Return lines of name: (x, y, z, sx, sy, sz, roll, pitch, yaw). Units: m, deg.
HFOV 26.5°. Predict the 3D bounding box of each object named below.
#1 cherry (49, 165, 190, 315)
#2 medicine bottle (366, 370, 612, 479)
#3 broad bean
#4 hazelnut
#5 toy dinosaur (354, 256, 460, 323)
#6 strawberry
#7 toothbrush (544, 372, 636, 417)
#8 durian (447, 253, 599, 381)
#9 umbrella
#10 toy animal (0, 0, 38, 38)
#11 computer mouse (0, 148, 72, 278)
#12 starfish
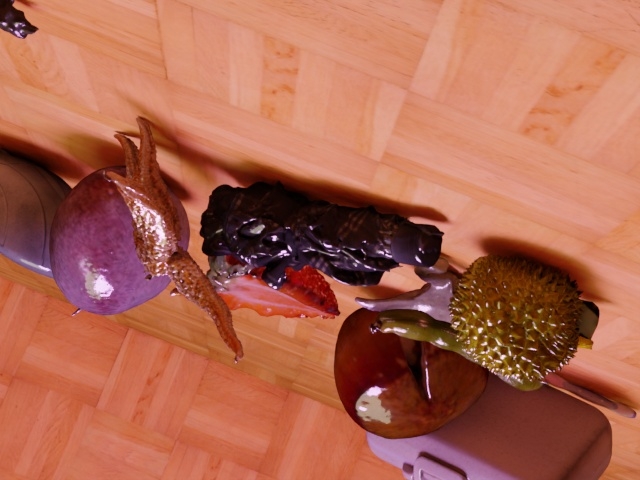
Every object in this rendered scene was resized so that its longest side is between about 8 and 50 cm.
cherry: (-0.291, 0.000, 1.958, 0.183, 0.213, 0.266, 33, 148, 15)
medicine bottle: (0.273, 0.316, 2.227, 0.375, 0.282, 0.123, 22, 133, 33)
broad bean: (0.186, 0.140, 1.785, 0.256, 0.053, 0.052, 21, -174, -15)
hazelnut: (0.138, 0.198, 2.132, 0.251, 0.217, 0.217, 0, 176, -22)
toy dinosaur: (0.202, 0.099, 1.856, 0.294, 0.077, 0.162, 24, 160, -21)
strawberry: (-0.063, 0.049, 2.065, 0.228, 0.098, 0.174, 12, 154, -15)
toothbrush: (0.404, 0.238, 2.233, 0.269, 0.021, 0.027, 25, 180, -12)
durian: (0.235, 0.099, 1.644, 0.159, 0.146, 0.198, 16, 163, 31)
umbrella: (0.003, 0.006, 1.701, 0.336, 0.128, 0.154, 12, 162, 26)
toy animal: (-0.357, -0.243, 1.419, 0.136, 0.047, 0.065, 26, 160, 7)
computer mouse: (-0.475, -0.069, 2.135, 0.371, 0.122, 0.188, 36, -169, 38)
starfish: (-0.203, -0.009, 1.721, 0.301, 0.084, 0.293, -130, 17, -68)
